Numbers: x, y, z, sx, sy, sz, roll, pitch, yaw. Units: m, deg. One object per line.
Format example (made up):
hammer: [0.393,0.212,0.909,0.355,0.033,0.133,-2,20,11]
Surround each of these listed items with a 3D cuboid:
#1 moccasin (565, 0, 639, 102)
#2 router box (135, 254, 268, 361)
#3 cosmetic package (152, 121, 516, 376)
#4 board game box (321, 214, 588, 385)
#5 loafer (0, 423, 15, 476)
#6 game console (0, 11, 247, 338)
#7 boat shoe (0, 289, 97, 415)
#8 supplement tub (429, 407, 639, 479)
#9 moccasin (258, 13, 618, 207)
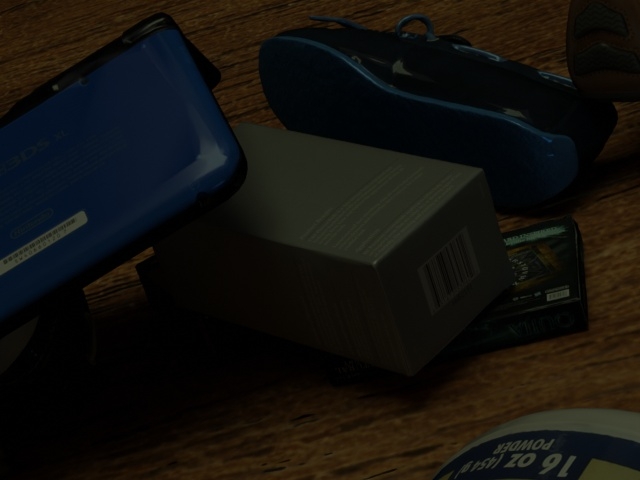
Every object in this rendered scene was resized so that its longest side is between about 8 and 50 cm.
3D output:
moccasin: [0.315,-0.220,1.471,0.139,0.147,0.380,4,19,45]
router box: [-0.038,0.015,1.418,0.179,0.046,0.133,-29,29,-18]
cosmetic package: [0.000,0.000,1.276,0.238,0.107,0.127,13,43,44]
board game box: [0.097,0.041,1.295,0.186,0.026,0.126,-14,26,14]
loafer: [-0.300,0.133,1.338,0.095,0.109,0.302,-43,22,-4]
game console: [-0.186,-0.016,1.315,0.293,0.173,0.250,-32,51,4]
boat shoe: [-0.243,0.051,1.452,0.114,0.091,0.302,-45,25,11]
supplement tub: [0.073,0.238,0.691,0.228,0.228,0.316,1,32,37]
moccasin: [0.095,-0.106,1.502,0.342,0.138,0.117,26,45,38]
